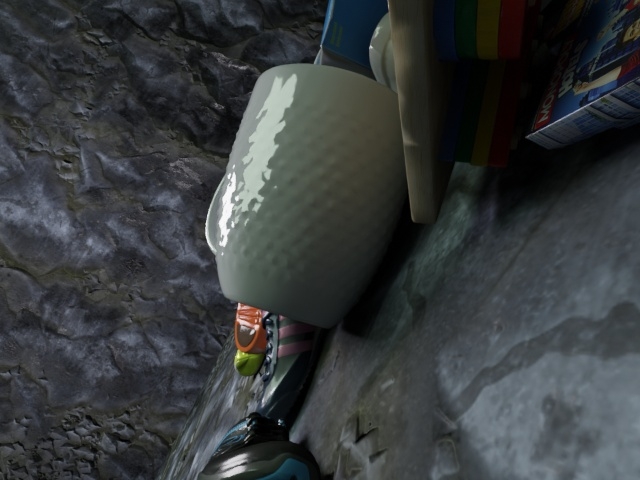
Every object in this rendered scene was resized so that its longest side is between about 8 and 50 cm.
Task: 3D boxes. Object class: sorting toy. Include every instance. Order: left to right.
[{"bbox_3d":[0.151,-0.186,0.431,0.257,0.089,0.256,71,-143,-49],"label":"sorting toy"}]

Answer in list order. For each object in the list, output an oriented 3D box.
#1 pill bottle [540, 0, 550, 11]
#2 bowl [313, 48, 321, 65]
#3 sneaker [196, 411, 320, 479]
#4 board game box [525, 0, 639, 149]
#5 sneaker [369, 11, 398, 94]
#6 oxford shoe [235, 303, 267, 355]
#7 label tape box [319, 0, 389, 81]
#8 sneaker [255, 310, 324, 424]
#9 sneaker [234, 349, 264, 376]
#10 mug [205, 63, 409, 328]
[{"bbox_3d":[0.236,-0.449,0.646,0.229,0.229,0.408,-52,13,47],"label":"pill bottle"},{"bbox_3d":[0.111,-0.307,1.038,0.134,0.298,0.298,9,63,35],"label":"bowl"},{"bbox_3d":[-0.088,0.276,0.588,0.341,0.125,0.140,-50,17,53],"label":"sneaker"},{"bbox_3d":[0.229,-0.155,0.330,0.194,0.060,0.194,-64,8,-13],"label":"board game box"},{"bbox_3d":[0.162,-0.213,0.699,0.106,0.123,0.290,-63,-22,1],"label":"sneaker"},{"bbox_3d":[-0.077,0.058,0.968,0.130,0.132,0.364,-13,62,51],"label":"oxford shoe"},{"bbox_3d":[0.067,-0.361,0.758,0.348,0.115,0.249,132,149,-82],"label":"label tape box"},{"bbox_3d":[-0.067,0.161,0.817,0.112,0.131,0.319,-49,15,55],"label":"sneaker"},{"bbox_3d":[-0.164,0.242,1.265,0.240,0.091,0.126,-61,8,12],"label":"sneaker"},{"bbox_3d":[-0.052,-0.052,0.747,0.374,0.276,0.328,8,78,42],"label":"mug"}]
